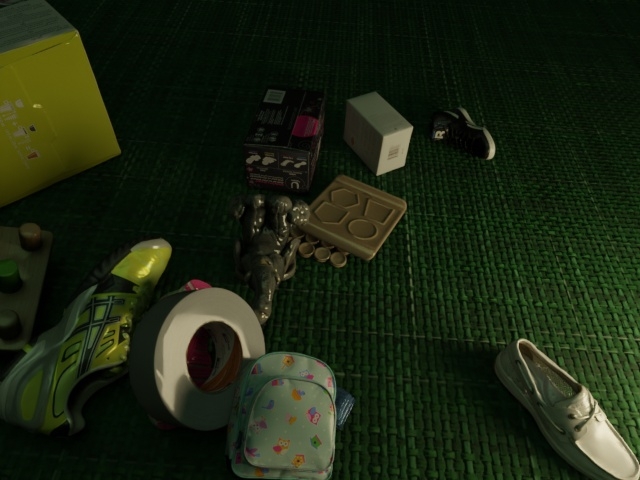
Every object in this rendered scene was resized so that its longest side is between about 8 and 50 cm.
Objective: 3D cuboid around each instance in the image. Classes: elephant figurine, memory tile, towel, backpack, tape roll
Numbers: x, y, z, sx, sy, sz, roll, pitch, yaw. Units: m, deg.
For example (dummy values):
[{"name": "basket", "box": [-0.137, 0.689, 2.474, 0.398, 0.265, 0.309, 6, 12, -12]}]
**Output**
[{"name": "elephant figurine", "box": [-0.115, 0.030, 0.941, 0.170, 0.239, 0.186, 5, 2, 35]}, {"name": "memory tile", "box": [0.000, 0.000, 1.049, 0.148, 0.012, 0.113, 18, 52, 10]}, {"name": "towel", "box": [-0.003, 0.274, 0.816, 0.120, 0.029, 0.067, 24, 53, 15]}, {"name": "backpack", "box": [-0.055, 0.266, 0.721, 0.166, 0.144, 0.188, 11, 59, -13]}, {"name": "tape roll", "box": [-0.191, 0.188, 0.757, 0.072, 0.219, 0.219, -10, 40, 38]}]

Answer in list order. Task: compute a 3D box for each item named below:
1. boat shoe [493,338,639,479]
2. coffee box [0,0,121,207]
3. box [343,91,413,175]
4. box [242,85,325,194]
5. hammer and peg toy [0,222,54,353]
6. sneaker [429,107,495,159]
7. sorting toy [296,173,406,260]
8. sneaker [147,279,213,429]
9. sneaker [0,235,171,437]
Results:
[{"name": "boat shoe", "box": [0.417, 0.284, 0.789, 0.098, 0.096, 0.277, -29, 58, -24]}, {"name": "coffee box", "box": [-0.729, -0.336, 1.069, 0.338, 0.337, 0.334, -34, 61, -27]}, {"name": "box", "box": [0.143, -0.277, 1.205, 0.091, 0.130, 0.170, -22, 56, -19]}, {"name": "box", "box": [-0.085, -0.252, 1.165, 0.164, 0.142, 0.247, 8, 50, 5]}, {"name": "hammer and peg toy", "box": [-0.635, 0.120, 0.796, 0.266, 0.127, 0.360, 7, 54, -21]}, {"name": "sneaker", "box": [0.365, -0.277, 1.260, 0.121, 0.079, 0.216, -12, 45, -9]}, {"name": "sorting toy", "box": [0.074, -0.055, 1.075, 0.193, 0.038, 0.208, 25, 50, 16]}, {"name": "sneaker", "box": [-0.256, 0.199, 0.826, 0.111, 0.103, 0.252, -14, 58, 36]}, {"name": "sneaker", "box": [-0.376, 0.161, 0.831, 0.147, 0.145, 0.384, 27, 65, 9]}]
